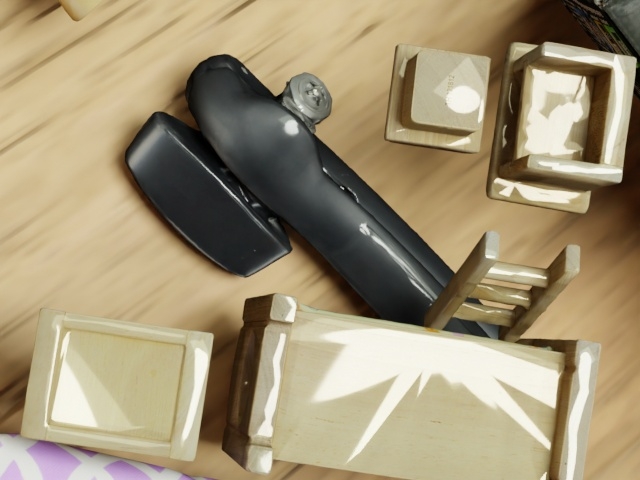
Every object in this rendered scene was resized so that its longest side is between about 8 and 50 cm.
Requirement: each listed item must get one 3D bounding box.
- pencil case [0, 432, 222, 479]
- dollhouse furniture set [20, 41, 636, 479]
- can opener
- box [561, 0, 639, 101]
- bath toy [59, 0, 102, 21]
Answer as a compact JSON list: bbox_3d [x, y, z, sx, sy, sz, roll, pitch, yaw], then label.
[{"bbox_3d":[-0.058,0.118,0.538,0.206,0.088,0.086,14,80,-21],"label":"pencil case"},{"bbox_3d":[0.000,0.000,0.557,0.182,0.101,0.161,10,85,-8],"label":"dollhouse furniture set"},{"bbox_3d":[0.013,-0.001,0.621,0.186,0.073,0.059,39,27,-16],"label":"can opener"},{"bbox_3d":[0.167,-0.040,0.625,0.045,0.190,0.184,-36,99,9],"label":"box"},{"bbox_3d":[-0.181,-0.225,0.534,0.348,0.129,0.151,39,103,-8],"label":"bath toy"}]
